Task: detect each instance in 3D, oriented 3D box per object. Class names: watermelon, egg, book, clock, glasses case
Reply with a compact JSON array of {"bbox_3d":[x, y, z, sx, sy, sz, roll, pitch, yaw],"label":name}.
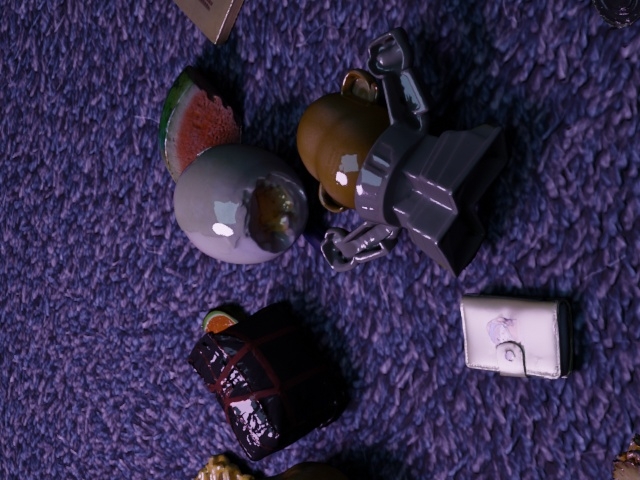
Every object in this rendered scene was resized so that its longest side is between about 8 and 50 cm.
[{"bbox_3d":[-0.216,-0.177,2.006,0.146,0.128,0.231,49,135,48],"label":"watermelon"},{"bbox_3d":[-0.130,-0.057,1.888,0.217,0.183,0.183,16,112,52],"label":"egg"},{"bbox_3d":[-0.159,-0.439,1.923,0.161,0.026,0.230,49,130,25],"label":"book"},{"bbox_3d":[0.351,-0.293,1.467,0.074,0.010,0.083,-44,70,42],"label":"clock"},{"bbox_3d":[0.000,0.000,1.883,0.083,0.023,0.033,43,126,29],"label":"glasses case"}]

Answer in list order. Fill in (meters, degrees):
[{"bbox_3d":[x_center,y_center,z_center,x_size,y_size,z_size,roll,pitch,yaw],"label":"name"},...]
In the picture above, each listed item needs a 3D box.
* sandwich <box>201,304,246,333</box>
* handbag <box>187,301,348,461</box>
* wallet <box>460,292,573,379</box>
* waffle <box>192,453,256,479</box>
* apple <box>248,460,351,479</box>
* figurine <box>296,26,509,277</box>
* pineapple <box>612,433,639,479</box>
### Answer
[{"bbox_3d":[-0.159,0.142,2.080,0.069,0.026,0.101,55,136,13],"label":"sandwich"},{"bbox_3d":[-0.086,0.216,1.922,0.215,0.169,0.155,54,133,19],"label":"handbag"},{"bbox_3d":[0.260,0.126,1.649,0.155,0.039,0.110,2,99,44],"label":"wallet"},{"bbox_3d":[-0.148,0.499,2.146,0.245,0.052,0.254,44,127,27],"label":"waffle"},{"bbox_3d":[-0.040,0.469,1.889,0.264,0.264,0.264,14,110,42],"label":"apple"},{"bbox_3d":[0.089,-0.103,1.668,0.285,0.167,0.342,27,98,28],"label":"figurine"},{"bbox_3d":[0.440,0.256,1.451,0.161,0.137,0.176,23,154,40],"label":"pineapple"}]
